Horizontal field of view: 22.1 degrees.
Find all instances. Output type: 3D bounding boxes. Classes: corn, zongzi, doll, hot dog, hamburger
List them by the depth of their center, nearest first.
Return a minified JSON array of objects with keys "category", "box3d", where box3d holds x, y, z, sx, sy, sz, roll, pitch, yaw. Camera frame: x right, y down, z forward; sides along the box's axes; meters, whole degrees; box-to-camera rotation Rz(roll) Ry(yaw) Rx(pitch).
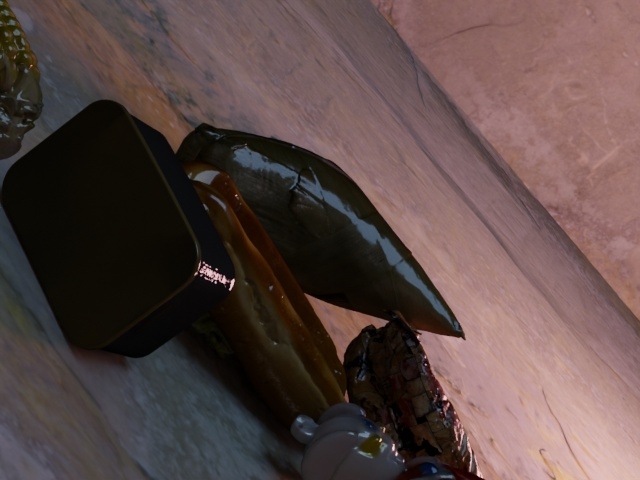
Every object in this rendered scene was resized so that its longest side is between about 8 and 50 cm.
[{"category":"corn","box3d":[-0.345,-0.209,1.438,0.347,0.130,0.130,57,17,25]},{"category":"doll","box3d":[0.137,0.275,1.568,0.384,0.099,0.188,29,20,-1]},{"category":"hot dog","box3d":[-0.076,0.060,1.611,0.337,0.100,0.135,58,13,-26]},{"category":"hamburger","box3d":[0.092,0.183,1.759,0.231,0.106,0.231,62,5,-10]},{"category":"zongzi","box3d":[0.000,0.000,1.793,0.300,0.145,0.274,39,10,33]}]

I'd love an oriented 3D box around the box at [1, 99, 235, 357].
[{"category":"box","box3d":[-0.173,-0.007,1.440,0.201,0.144,0.090,59,15,26]}]
